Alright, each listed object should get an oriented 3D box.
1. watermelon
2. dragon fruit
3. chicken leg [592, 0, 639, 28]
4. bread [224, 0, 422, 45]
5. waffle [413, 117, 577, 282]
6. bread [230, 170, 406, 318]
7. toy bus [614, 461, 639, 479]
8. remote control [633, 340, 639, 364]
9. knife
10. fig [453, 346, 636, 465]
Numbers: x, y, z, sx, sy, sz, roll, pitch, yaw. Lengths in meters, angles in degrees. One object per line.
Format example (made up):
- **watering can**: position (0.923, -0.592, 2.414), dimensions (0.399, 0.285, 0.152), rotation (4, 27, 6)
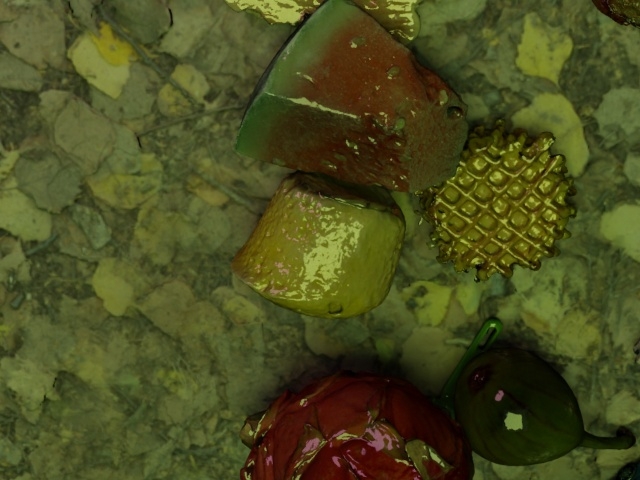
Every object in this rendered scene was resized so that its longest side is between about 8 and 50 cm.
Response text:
- **watermelon**: position (0.052, -0.143, 1.559), dimensions (0.257, 0.139, 0.193), rotation (28, 138, -2)
- **dragon fruit**: position (0.052, 0.295, 1.682), dimensions (0.343, 0.277, 0.277), rotation (24, 118, 37)
- **chicken leg**: position (0.346, -0.283, 1.564), dimensions (0.145, 0.037, 0.062), rotation (28, 89, -8)
- **bread**: position (0.012, -0.325, 1.570), dimensions (0.251, 0.039, 0.181), rotation (14, 112, -1)
- **waffle**: position (0.213, -0.048, 1.654), dimensions (0.197, 0.070, 0.193), rotation (-16, 110, 13)
- **bread**: position (0.002, 0.004, 1.628), dimensions (0.197, 0.197, 0.170), rotation (19, 107, -3)
- **toy bus**: position (0.455, 0.330, 1.766), dimensions (0.185, 0.106, 0.090), rotation (-41, 106, 18)
- **remote control**: position (0.543, 0.179, 1.726), dimensions (0.277, 0.055, 0.103), rotation (32, 111, -7)
- **knife**: position (0.188, 0.191, 1.779), dimensions (0.054, 0.015, 0.212), rotation (25, 112, -7)
- **fig**: position (0.288, 0.242, 1.727), dimensions (0.259, 0.151, 0.151), rotation (35, 111, -23)
